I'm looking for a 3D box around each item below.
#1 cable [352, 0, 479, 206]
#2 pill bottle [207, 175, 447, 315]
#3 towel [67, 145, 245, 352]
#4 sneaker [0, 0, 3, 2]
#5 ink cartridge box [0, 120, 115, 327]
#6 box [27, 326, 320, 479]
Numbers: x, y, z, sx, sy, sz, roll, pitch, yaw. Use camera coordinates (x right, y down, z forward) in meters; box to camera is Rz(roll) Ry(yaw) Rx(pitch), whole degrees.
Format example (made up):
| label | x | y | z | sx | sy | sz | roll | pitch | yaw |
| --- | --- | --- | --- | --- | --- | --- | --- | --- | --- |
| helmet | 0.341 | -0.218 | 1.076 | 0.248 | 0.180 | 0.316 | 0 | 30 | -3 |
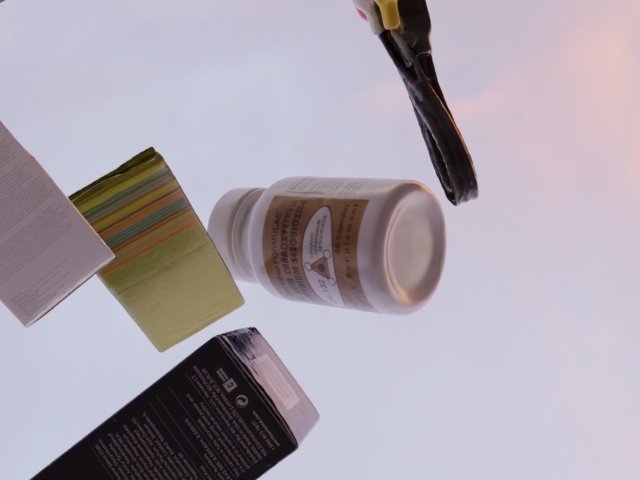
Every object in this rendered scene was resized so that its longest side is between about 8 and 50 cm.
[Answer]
| label | x | y | z | sx | sy | sz | roll | pitch | yaw |
| --- | --- | --- | --- | --- | --- | --- | --- | --- | --- |
| cable | 0.072 | -0.166 | 0.853 | 0.072 | 0.139 | 0.287 | -14 | -89 | -10 |
| pill bottle | 0.000 | 0.000 | 0.914 | 0.131 | 0.229 | 0.131 | -8 | -80 | -52 |
| towel | -0.145 | 0.018 | 0.799 | 0.102 | 0.237 | 0.021 | -29 | -126 | -5 |
| sneaker | -0.194 | -0.097 | 0.334 | 0.283 | 0.124 | 0.107 | -42 | -68 | -4 |
| ink cartridge box | -0.168 | -0.015 | 0.474 | 0.063 | 0.029 | 0.115 | -41 | -54 | -13 |
| box | -0.117 | 0.176 | 0.746 | 0.207 | 0.153 | 0.108 | -37 | -96 | 3 |
